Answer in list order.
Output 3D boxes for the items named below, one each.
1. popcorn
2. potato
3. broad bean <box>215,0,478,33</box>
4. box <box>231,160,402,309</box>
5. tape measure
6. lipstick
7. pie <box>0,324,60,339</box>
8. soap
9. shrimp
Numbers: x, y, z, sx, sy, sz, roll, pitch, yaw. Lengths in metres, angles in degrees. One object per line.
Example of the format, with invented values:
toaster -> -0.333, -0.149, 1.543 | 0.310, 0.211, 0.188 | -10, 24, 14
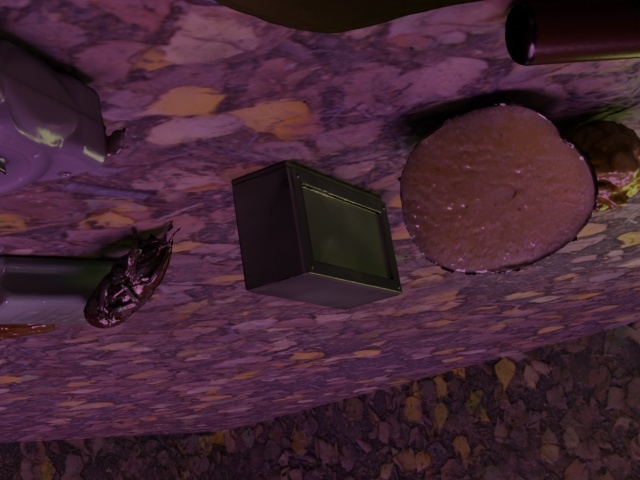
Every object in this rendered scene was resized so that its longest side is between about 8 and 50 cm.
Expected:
popcorn -> 0.304, -0.077, 1.143 | 0.121, 0.116, 0.106 | -36, 146, 8
potato -> 0.178, -0.064, 1.097 | 0.202, 0.182, 0.117 | -19, -163, 2
broad bean -> 0.056, -0.196, 0.569 | 0.291, 0.119, 0.238 | -8, 174, 5
box -> 0.000, 0.000, 1.208 | 0.086, 0.129, 0.225 | -17, 163, 28
tape measure -> -0.281, -0.082, 0.796 | 0.178, 0.105, 0.196 | -16, 165, 24
lipstick -> 0.332, -0.187, 0.875 | 0.357, 0.057, 0.057 | -5, 164, -12
pie -> -0.460, 0.110, 1.488 | 0.195, 0.046, 0.195 | -10, 165, -3
soap -> -0.348, 0.069, 1.370 | 0.198, 0.066, 0.119 | 3, 158, -38
shrimp -> -0.235, 0.042, 1.293 | 0.073, 0.074, 0.190 | 15, 131, -44
